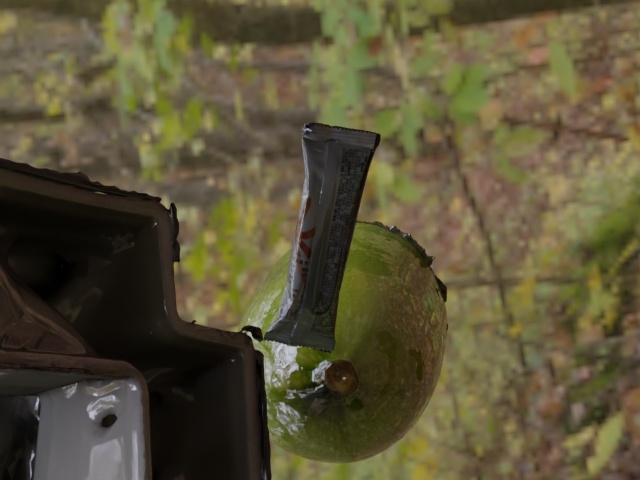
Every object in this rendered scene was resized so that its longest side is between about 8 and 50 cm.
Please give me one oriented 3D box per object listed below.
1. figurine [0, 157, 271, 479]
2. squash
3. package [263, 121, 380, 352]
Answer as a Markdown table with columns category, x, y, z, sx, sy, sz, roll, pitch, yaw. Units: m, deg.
| category | x | y | z | sx | sy | sz | roll | pitch | yaw |
| --- | --- | --- | --- | --- | --- | --- | --- | --- | --- |
| figurine | -0.161 | 0.077 | 0.651 | 0.308 | 0.143 | 0.308 | 13 | 115 | 30 |
| squash | 0.012 | 0.062 | 0.925 | 0.187 | 0.123 | 0.123 | -67 | -27 | -78 |
| package | 0.000 | 0.000 | 0.797 | 0.015 | 0.037 | 0.110 | -116 | 35 | -73 |
